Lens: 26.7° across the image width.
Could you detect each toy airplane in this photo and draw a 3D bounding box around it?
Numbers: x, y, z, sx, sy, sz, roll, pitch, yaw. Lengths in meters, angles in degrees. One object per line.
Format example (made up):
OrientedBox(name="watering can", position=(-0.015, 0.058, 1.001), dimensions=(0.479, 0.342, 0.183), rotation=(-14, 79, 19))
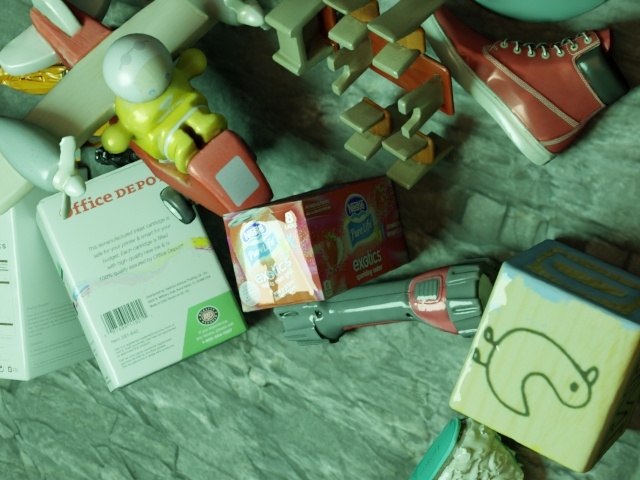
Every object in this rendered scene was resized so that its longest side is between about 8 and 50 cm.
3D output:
OrientedBox(name="toy airplane", position=(-0.248, -0.213, 1.738), dimensions=(0.384, 0.272, 0.386), rotation=(2, 79, -7))

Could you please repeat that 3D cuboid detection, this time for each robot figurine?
OrientedBox(name="robot figurine", position=(-0.341, -0.201, 1.964), dimensions=(0.291, 0.085, 0.211), rotation=(0, 100, 27))

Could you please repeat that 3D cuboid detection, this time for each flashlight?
OrientedBox(name="flashlight", position=(0.095, 0.091, 1.790), dimensions=(0.304, 0.103, 0.103), rotation=(-11, 104, 33))

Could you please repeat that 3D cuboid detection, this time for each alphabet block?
OrientedBox(name="alphabet block", position=(0.298, 0.134, 1.634), dimensions=(0.192, 0.193, 0.197), rotation=(26, 110, 23))

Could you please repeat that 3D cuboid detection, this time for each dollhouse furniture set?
OrientedBox(name="dollhouse furniture set", position=(0.067, -0.238, 1.683), dimensions=(0.259, 0.135, 0.262), rotation=(35, 154, 31))

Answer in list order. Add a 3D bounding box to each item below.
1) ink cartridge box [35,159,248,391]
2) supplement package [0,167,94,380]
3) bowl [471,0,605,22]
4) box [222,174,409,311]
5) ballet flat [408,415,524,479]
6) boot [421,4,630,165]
OrientedBox(name="ink cartridge box", position=(-0.254, 0.044, 1.890), dimensions=(0.201, 0.117, 0.278), rotation=(-23, 87, -16))
OrientedBox(name="supplement package", position=(-0.457, 0.043, 2.013), dimensions=(0.175, 0.177, 0.293), rotation=(2, 99, 30))
OrientedBox(name="bowl", position=(0.229, -0.409, 1.584), dimensions=(0.312, 0.163, 0.311), rotation=(7, 103, 29))
OrientedBox(name="box", position=(0.000, 0.000, 1.726), dimensions=(0.123, 0.257, 0.128), rotation=(-11, 94, 29))
OrientedBox(name="ballet flat", position=(0.127, 0.411, 1.812), dimensions=(0.147, 0.147, 0.409), rotation=(44, 115, 14))
OrientedBox(name="boot", position=(0.254, -0.235, 1.646), dimensions=(0.244, 0.088, 0.176), rotation=(45, 116, -1))
